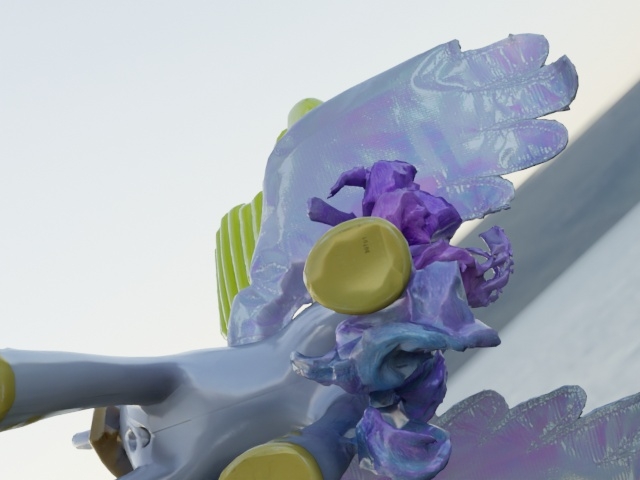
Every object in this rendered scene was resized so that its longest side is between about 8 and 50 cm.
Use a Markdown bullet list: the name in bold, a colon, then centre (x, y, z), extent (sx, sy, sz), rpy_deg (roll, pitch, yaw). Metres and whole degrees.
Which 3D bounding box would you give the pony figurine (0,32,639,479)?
- **pony figurine**: centre (0.000, 0.064, 0.879), extent (0.351, 0.303, 0.363), rpy_deg (-18, -5, 6)

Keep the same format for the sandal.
- **sandal**: centre (0.000, 0.000, 1.463), extent (0.138, 0.126, 0.317), rpy_deg (5, -27, -23)
